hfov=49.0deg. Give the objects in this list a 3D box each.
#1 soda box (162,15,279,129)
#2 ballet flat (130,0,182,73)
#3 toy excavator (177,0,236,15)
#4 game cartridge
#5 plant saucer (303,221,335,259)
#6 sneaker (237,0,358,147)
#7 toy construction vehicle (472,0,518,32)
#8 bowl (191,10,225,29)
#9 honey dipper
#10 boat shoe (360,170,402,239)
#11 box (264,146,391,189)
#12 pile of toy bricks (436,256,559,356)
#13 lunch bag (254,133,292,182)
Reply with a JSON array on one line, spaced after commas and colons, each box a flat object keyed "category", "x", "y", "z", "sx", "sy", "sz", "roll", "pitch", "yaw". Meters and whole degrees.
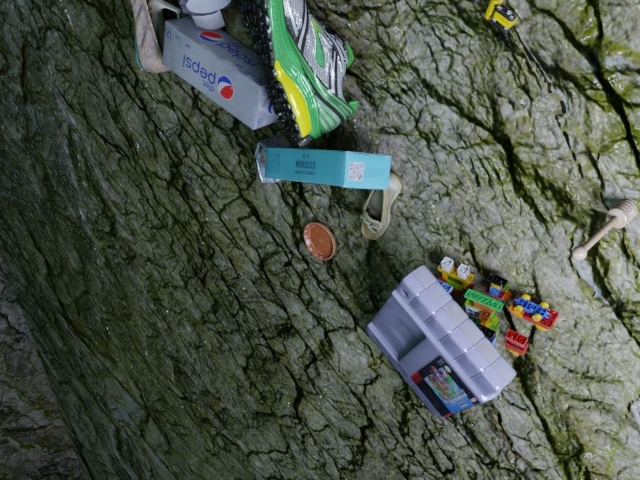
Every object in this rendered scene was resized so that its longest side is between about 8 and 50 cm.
[{"category": "soda box", "x": -0.186, "y": -0.333, "z": 1.375, "sx": 0.286, "sy": 0.091, "sz": 0.098, "roll": 37, "pitch": 134, "yaw": 25}, {"category": "ballet flat", "x": -0.337, "y": -0.500, "z": 1.447, "sx": 0.106, "sy": 0.107, "sz": 0.315, "roll": 11, "pitch": 128, "yaw": 20}, {"category": "toy excavator", "x": -0.112, "y": -0.560, "z": 1.007, "sx": 0.445, "sy": 0.433, "sz": 0.222, "roll": -17, "pitch": 83, "yaw": 18}, {"category": "game cartridge", "x": 0.189, "y": 0.193, "z": 1.218, "sx": 0.230, "sy": 0.068, "sz": 0.355, "roll": 55, "pitch": 163, "yaw": 13}, {"category": "plant saucer", "x": 0.000, "y": 0.000, "z": 1.438, "sx": 0.083, "sy": 0.013, "sz": 0.083, "roll": 26, "pitch": 130, "yaw": 36}, {"category": "sneaker", "x": -0.035, "y": -0.330, "z": 1.152, "sx": 0.134, "sy": 0.146, "sz": 0.343, "roll": 48, "pitch": 162, "yaw": 49}, {"category": "toy construction vehicle", "x": 0.242, "y": -0.348, "z": 0.962, "sx": 0.098, "sy": 0.035, "sz": 0.086, "roll": 45, "pitch": 149, "yaw": 22}, {"category": "bowl", "x": -0.236, "y": -0.464, "z": 1.322, "sx": 0.142, "sy": 0.053, "sz": 0.142, "roll": 61, "pitch": 178, "yaw": -5}, {"category": "honey dipper", "x": 0.370, "y": -0.013, "z": 0.919, "sx": 0.030, "sy": 0.161, "sz": 0.030, "roll": 24, "pitch": 127, "yaw": 35}, {"category": "boat shoe", "x": 0.100, "y": -0.057, "z": 1.269, "sx": 0.056, "sy": 0.048, "sz": 0.153, "roll": 44, "pitch": 137, "yaw": 20}, {"category": "box", "x": 0.007, "y": -0.130, "z": 1.248, "sx": 0.244, "sy": 0.101, "sz": 0.060, "roll": 13, "pitch": 100, "yaw": 53}, {"category": "pile of toy bricks", "x": 0.272, "y": 0.126, "z": 1.160, "sx": 0.212, "sy": 0.118, "sz": 0.105, "roll": 26, "pitch": 152, "yaw": 31}, {"category": "lunch bag", "x": -0.091, "y": -0.164, "z": 1.390, "sx": 0.053, "sy": 0.071, "sz": 0.083, "roll": 6, "pitch": 118, "yaw": 39}]
